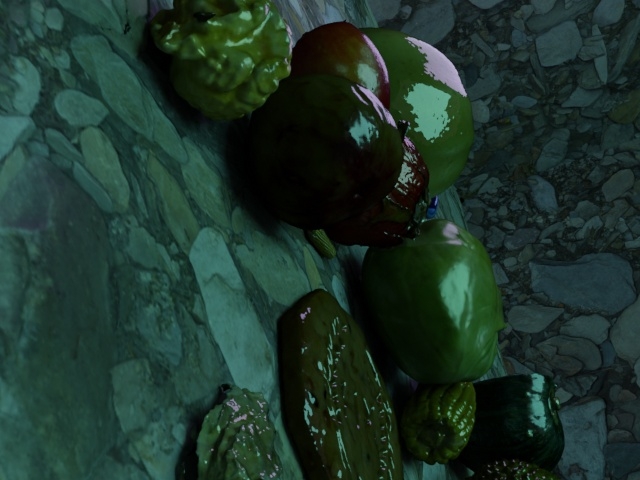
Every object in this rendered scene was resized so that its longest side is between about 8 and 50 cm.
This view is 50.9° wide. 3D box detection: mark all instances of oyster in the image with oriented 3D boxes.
[{"bbox_3d":[-0.064,0.202,0.600,0.209,0.072,0.133,-19,92,-75],"label":"oyster"}]

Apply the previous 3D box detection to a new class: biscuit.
[{"bbox_3d":[0.040,0.235,0.926,0.359,0.046,0.359,-19,90,-72],"label":"biscuit"}]

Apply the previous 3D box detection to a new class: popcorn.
[{"bbox_3d":[-0.117,-0.229,0.803,0.170,0.180,0.180,95,-14,-61],"label":"popcorn"}]

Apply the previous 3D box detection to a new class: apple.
[{"bbox_3d":[0.145,-0.260,1.371,0.311,0.360,0.320,38,-54,53],"label":"apple"}]

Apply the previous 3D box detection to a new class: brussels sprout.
[{"bbox_3d":[0.205,0.110,1.247,0.328,0.247,0.328,-3,90,-67],"label":"brussels sprout"}]

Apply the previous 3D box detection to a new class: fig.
[{"bbox_3d":[-0.032,-0.176,0.939,0.321,0.217,0.217,56,11,23],"label":"fig"}]

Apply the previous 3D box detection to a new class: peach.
[{"bbox_3d":[0.016,-0.236,1.087,0.196,0.189,0.226,-98,-177,-79],"label":"peach"}]

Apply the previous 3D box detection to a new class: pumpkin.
[{"bbox_3d":[0.408,0.433,1.494,0.293,0.263,0.197,52,31,-54],"label":"pumpkin"}]

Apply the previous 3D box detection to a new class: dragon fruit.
[{"bbox_3d":[0.121,-0.064,1.135,0.148,0.224,0.218,35,-1,-2],"label":"dragon fruit"}]

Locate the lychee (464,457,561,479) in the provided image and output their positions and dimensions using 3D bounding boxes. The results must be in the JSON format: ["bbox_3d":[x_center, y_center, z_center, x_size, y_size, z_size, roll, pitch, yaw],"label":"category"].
[{"bbox_3d":[0.376,0.552,1.249,0.320,0.270,0.270,40,30,-26],"label":"lychee"}]

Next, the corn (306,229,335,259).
[{"bbox_3d":[0.000,0.000,1.088,0.028,0.027,0.083,41,-10,45],"label":"corn"}]

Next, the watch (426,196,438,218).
[{"bbox_3d":[0.186,-0.177,1.562,0.305,0.241,0.275,-17,102,-66],"label":"watch"}]

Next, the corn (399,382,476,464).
[{"bbox_3d":[0.233,0.318,1.283,0.131,0.131,0.344,71,17,1],"label":"corn"}]
